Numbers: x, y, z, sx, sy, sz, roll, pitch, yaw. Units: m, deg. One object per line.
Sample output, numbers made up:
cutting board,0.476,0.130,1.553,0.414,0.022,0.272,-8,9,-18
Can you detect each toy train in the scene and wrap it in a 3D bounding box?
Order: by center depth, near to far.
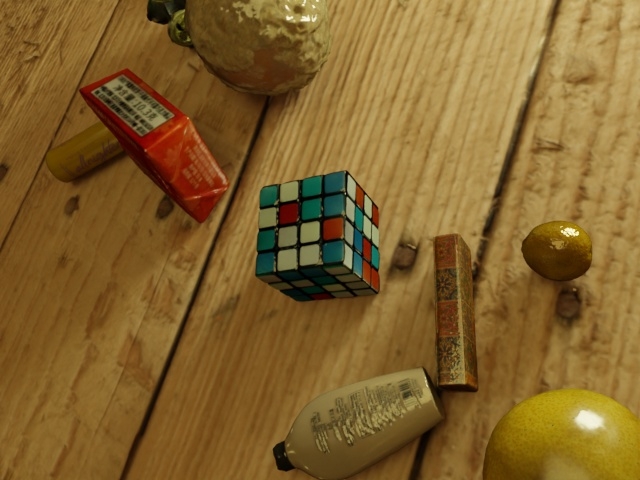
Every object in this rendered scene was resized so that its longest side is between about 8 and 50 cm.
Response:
toy train,-0.280,-0.522,1.301,0.177,0.260,0.134,-38,59,-10

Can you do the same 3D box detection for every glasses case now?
glasses case,0.191,0.105,0.926,0.049,0.075,0.218,-8,67,25

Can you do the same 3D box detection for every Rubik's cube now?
Rubik's cube,0.000,0.000,1.009,0.151,0.155,0.154,-9,66,21

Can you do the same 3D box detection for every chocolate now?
chocolate,-0.295,-0.177,1.177,0.108,0.234,0.237,-43,58,-10

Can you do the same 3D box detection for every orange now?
orange,0.330,0.014,0.896,0.095,0.085,0.085,6,72,33

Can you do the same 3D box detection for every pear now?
pear,0.296,0.271,0.741,0.209,0.209,0.208,-9,66,21

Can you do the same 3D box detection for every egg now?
egg,-0.114,-0.401,1.171,0.279,0.279,0.310,-45,46,2

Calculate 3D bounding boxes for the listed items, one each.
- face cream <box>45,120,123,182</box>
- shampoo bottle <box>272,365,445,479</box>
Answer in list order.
face cream,-0.445,-0.215,1.346,0.274,0.078,0.078,-26,61,13
shampoo bottle,0.047,0.268,0.921,0.257,0.078,0.127,-25,57,12
